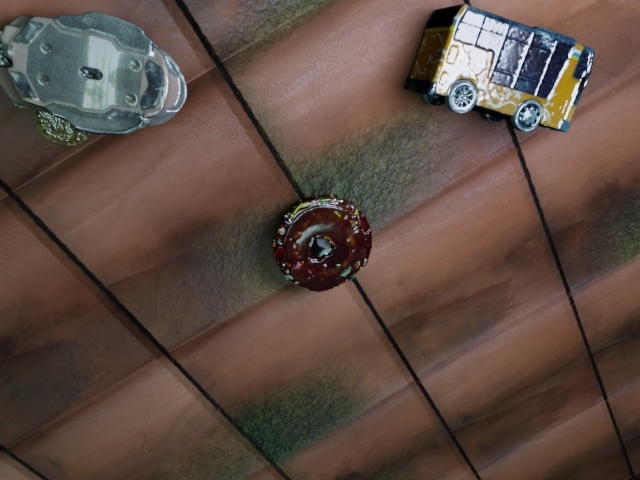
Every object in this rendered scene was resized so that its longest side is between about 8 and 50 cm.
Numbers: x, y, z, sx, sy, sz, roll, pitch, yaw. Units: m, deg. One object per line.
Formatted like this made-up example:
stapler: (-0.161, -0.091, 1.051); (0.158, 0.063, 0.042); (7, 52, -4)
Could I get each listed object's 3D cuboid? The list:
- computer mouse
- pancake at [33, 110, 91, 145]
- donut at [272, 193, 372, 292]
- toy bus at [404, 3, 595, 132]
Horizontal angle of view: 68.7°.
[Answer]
computer mouse: (-0.430, -0.298, 0.844); (0.388, 0.115, 0.200); (12, 95, -4)
pancake: (-0.497, -0.238, 0.909); (0.114, 0.011, 0.115); (-4, 115, -9)
donut: (0.000, 0.000, 1.076); (0.234, 0.089, 0.235); (-5, 116, -10)
toy bus: (0.362, -0.342, 0.955); (0.322, 0.162, 0.194); (10, 109, -14)
